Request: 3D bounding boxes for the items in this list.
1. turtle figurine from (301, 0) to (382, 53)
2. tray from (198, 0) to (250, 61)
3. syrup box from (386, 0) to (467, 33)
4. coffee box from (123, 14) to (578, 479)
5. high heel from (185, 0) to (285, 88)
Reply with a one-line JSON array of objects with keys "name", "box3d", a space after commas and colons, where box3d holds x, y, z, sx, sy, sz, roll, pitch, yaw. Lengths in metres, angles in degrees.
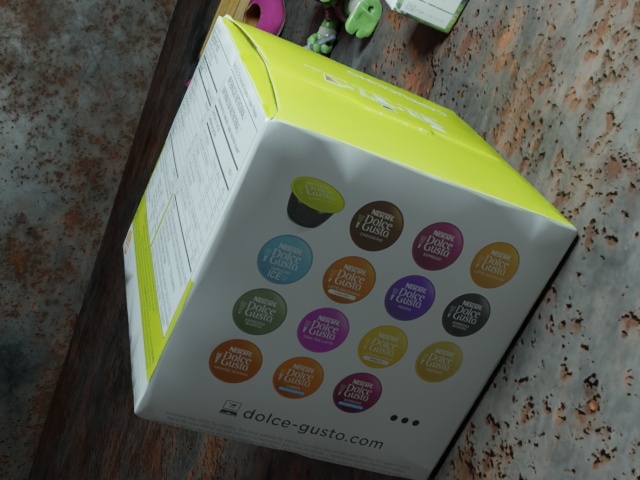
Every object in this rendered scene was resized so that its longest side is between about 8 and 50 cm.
[{"name": "turtle figurine", "box3d": [-0.031, -0.400, 1.519, 0.266, 0.275, 0.198, -140, 35, -61]}, {"name": "tray", "box3d": [-0.180, -0.582, 2.134, 0.411, 0.076, 0.203, -64, 25, 24]}, {"name": "syrup box", "box3d": [0.177, -0.407, 1.166, 0.237, 0.093, 0.096, -61, 25, 27]}, {"name": "coffee box", "box3d": [0.000, 0.000, 0.975, 0.334, 0.338, 0.338, -63, 24, 21]}, {"name": "high heel", "box3d": [-0.180, -0.442, 1.894, 0.127, 0.181, 0.377, -46, 35, 47]}]
